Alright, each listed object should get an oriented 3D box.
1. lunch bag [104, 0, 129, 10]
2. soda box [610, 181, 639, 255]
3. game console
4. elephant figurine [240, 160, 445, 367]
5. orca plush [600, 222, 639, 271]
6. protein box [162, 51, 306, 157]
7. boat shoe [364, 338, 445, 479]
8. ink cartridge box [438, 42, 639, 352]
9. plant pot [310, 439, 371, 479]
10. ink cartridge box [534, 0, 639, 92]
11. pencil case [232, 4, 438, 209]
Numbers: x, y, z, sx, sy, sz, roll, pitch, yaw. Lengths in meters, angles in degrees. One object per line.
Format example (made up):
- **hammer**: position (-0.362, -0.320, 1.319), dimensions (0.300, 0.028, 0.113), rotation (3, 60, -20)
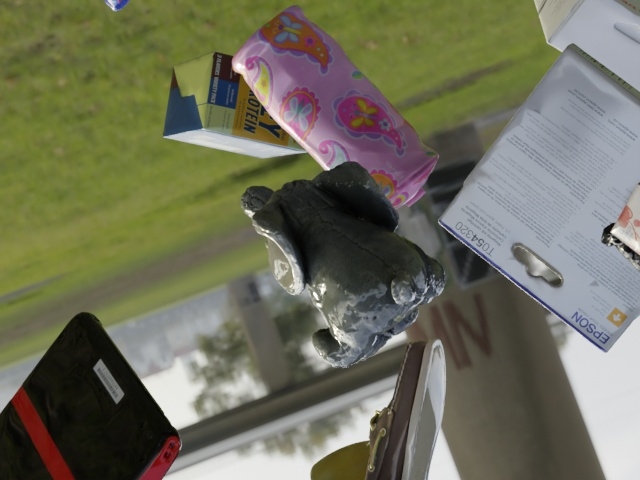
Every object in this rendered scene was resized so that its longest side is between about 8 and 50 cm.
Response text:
- **lunch bag**: position (-0.146, -0.407, 1.339), dimensions (0.293, 0.138, 0.221), rotation (-38, 168, -10)
- **soda box**: position (0.458, -0.071, 1.549), dimensions (0.263, 0.083, 0.092), rotation (-34, 155, -34)
- **game console**: position (-0.355, 0.312, 1.807), dimensions (0.342, 0.060, 0.386), rotation (-52, -143, 2)
- **elephant figurine**: position (0.000, 0.000, 1.349), dimensions (0.186, 0.239, 0.169), rotation (-47, 166, 31)
- **orca plush**: position (0.507, 0.050, 1.718), dimensions (0.151, 0.287, 0.102), rotation (122, -11, -50)
- **protein box**: position (-0.141, -0.232, 2.311), dimensions (0.201, 0.136, 0.200), rotation (10, 175, -27)
- **boat shoe**: position (0.113, 0.298, 1.913), dimensions (0.096, 0.324, 0.116), rotation (8, -178, 26)
- **ink cartridge box**: position (0.393, -0.061, 1.923), dimensions (0.330, 0.324, 0.071), rotation (-54, 172, 24)
- **plant pot**: position (0.065, 0.362, 2.026), dimensions (0.095, 0.134, 0.134), rotation (-49, 168, 21)
- **ink cartridge box**: position (0.511, -0.415, 2.381), dimensions (0.129, 0.223, 0.307), rotation (-53, -161, 28)
- **pencil case**: position (0.021, -0.154, 1.617), dimensions (0.124, 0.284, 0.124), rotation (-43, 175, -5)
